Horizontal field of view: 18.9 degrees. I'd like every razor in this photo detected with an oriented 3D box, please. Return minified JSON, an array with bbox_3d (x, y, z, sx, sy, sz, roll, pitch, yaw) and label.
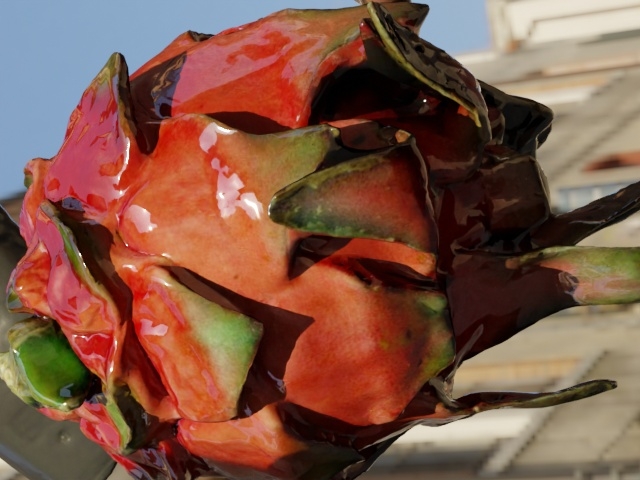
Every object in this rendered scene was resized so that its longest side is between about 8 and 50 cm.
[{"bbox_3d":[-0.145,0.053,0.909,0.148,0.090,0.054,45,-157,2],"label":"razor"}]

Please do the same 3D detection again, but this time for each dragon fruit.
[{"bbox_3d":[0.000,0.000,0.751,0.193,0.274,0.192,-142,34,-73],"label":"dragon fruit"}]
